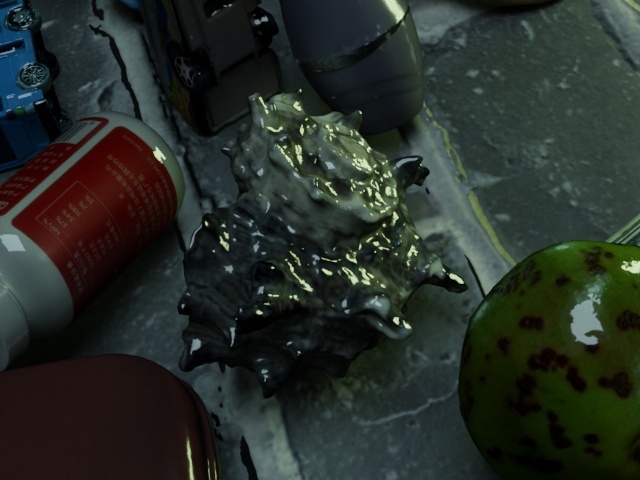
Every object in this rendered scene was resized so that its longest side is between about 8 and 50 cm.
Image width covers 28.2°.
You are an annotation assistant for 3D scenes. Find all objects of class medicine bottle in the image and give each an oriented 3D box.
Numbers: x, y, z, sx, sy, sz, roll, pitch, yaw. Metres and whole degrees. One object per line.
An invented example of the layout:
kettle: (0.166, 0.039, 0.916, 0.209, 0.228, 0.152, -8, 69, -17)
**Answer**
medicine bottle: (-0.235, -0.002, 1.126, 0.131, 0.131, 0.250, 22, 48, 21)

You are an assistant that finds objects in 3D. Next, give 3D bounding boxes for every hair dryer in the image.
hair dryer: (0.026, -0.303, 1.294, 0.121, 0.301, 0.361, -18, 26, 20)

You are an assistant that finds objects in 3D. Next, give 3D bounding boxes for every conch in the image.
conch: (-0.011, -0.007, 1.064, 0.186, 0.241, 0.313, -8, 31, 46)

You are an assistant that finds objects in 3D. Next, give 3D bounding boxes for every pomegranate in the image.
pomegranate: (0.198, 0.091, 1.001, 0.211, 0.211, 0.263, -23, 31, -9)

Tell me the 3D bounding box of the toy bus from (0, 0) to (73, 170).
toy bus: (-0.323, -0.169, 1.306, 0.106, 0.090, 0.185, -18, 55, -3)

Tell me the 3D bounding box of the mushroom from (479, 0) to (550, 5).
mushroom: (0.253, -0.447, 1.317, 0.224, 0.314, 0.397, 29, 69, 28)

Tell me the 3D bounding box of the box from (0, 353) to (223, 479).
box: (-0.275, 0.225, 1.007, 0.403, 0.108, 0.263, -9, 52, 1)

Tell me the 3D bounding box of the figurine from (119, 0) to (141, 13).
figurine: (-0.210, -0.410, 1.411, 0.416, 0.243, 0.298, -24, 43, -35)

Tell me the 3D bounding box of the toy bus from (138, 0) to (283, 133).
toy bus: (-0.127, -0.254, 1.201, 0.112, 0.317, 0.138, -33, 53, -18)

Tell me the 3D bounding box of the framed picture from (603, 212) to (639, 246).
framed picture: (0.323, 0.027, 1.133, 0.183, 0.011, 0.142, -36, 58, -17)
